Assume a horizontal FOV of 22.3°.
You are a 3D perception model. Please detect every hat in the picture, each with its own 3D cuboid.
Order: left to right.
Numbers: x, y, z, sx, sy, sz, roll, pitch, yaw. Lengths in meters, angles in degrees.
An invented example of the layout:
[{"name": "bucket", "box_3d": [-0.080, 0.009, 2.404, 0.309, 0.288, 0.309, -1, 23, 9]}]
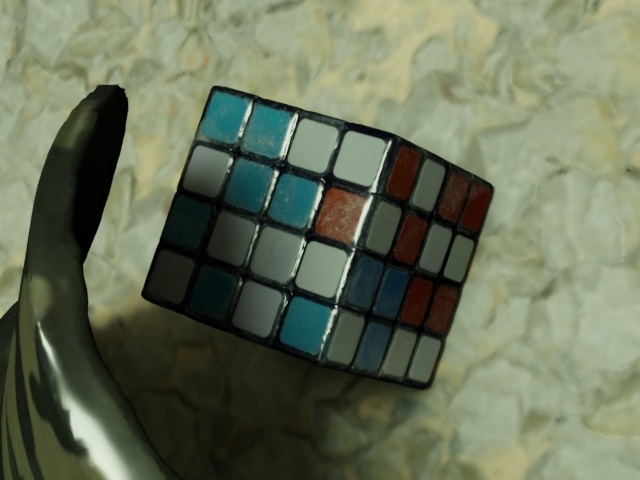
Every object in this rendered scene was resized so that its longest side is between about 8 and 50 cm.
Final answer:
[{"name": "hat", "box_3d": [-0.130, 0.140, 0.598, 0.257, 0.382, 0.366, -23, 63, -4]}]

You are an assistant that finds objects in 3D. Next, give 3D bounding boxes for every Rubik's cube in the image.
[{"name": "Rubik's cube", "box_3d": [0.000, 0.000, 0.656, 0.092, 0.092, 0.092, 19, 89, 33]}]
